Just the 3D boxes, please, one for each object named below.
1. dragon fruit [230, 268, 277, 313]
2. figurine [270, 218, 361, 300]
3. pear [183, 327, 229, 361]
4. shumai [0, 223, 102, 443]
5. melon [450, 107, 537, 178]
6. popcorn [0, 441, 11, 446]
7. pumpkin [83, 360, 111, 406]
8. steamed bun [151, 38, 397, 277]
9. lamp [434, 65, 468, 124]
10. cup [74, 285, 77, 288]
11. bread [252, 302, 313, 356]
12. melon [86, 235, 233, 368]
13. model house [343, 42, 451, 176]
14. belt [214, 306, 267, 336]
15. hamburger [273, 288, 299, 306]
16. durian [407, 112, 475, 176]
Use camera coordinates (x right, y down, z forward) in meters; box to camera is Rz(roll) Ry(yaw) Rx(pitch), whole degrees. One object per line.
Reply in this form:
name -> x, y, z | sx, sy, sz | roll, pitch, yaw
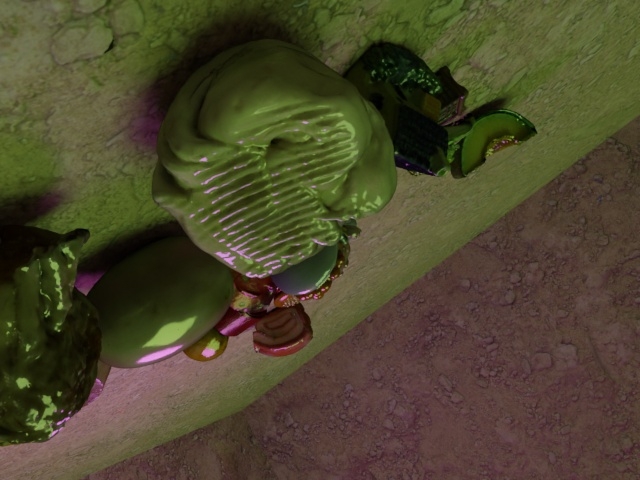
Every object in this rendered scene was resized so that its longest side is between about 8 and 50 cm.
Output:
dragon fruit -> -0.158, 0.096, 1.499 | 0.161, 0.126, 0.274 | -51, 167, 17
figurine -> -0.012, 0.026, 1.522 | 0.224, 0.205, 0.382 | -61, 171, 9
pear -> -0.337, 0.277, 1.677 | 0.149, 0.148, 0.162 | -13, 161, -48
shumai -> -0.420, 0.113, 0.849 | 0.267, 0.314, 0.262 | 6, 136, -44
melon -> 0.441, -0.277, 1.605 | 0.265, 0.129, 0.169 | -32, -175, -14
popcorn -> -0.607, 0.272, 1.110 | 0.212, 0.259, 0.259 | -6, 160, -1
pumpkin -> -0.631, 0.370, 1.503 | 0.217, 0.110, 0.217 | -24, 158, -11
steamed bun -> -0.066, -0.132, 0.877 | 0.339, 0.247, 0.352 | -28, 130, 22
lamp -> 0.157, -0.241, 1.234 | 0.325, 0.089, 0.090 | -33, 162, -3
cup -> -0.515, 0.121, 1.126 | 0.083, 0.075, 0.054 | -26, 125, -9
bread -> -0.147, 0.345, 2.156 | 0.244, 0.190, 0.123 | -27, 149, -7
melon -> -0.318, 0.120, 1.145 | 0.317, 0.223, 0.223 | -36, 165, -24
model house -> 0.153, -0.218, 1.043 | 0.170, 0.211, 0.194 | -41, 149, 26
belt -> -0.229, 0.190, 1.641 | 0.124, 0.128, 0.201 | -35, 174, 10
hamburger -> -0.093, 0.134, 1.771 | 0.162, 0.115, 0.162 | -29, 161, -11
durian -> 0.255, -0.222, 1.428 | 0.375, 0.132, 0.106 | -29, 139, -27
